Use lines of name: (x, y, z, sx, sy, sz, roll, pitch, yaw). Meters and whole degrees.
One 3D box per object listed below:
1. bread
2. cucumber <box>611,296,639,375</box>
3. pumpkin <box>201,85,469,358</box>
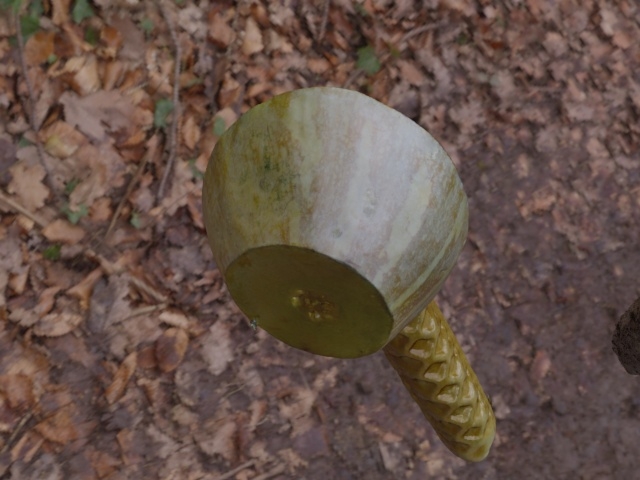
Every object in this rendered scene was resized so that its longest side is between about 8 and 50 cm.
bread: (0.116, 0.129, 1.040, 0.084, 0.077, 0.368, -84, 152, -45)
cucumber: (0.254, 0.063, 0.686, 0.067, 0.293, 0.068, -1, 78, 7)
pumpkin: (0.003, 0.007, 0.719, 0.217, 0.217, 0.110, 33, 38, -17)
